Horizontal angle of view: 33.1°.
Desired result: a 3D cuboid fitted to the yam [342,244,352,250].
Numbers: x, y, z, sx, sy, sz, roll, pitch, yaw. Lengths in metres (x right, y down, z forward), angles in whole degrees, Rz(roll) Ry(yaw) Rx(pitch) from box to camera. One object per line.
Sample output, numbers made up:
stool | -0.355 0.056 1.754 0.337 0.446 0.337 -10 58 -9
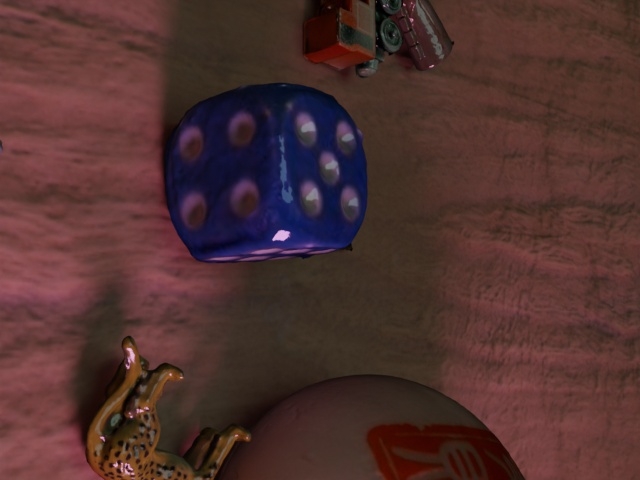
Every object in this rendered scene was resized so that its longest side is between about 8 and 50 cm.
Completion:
yam | 0.000 0.000 1.150 0.107 0.014 0.014 9 74 -51

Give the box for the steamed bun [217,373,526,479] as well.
steamed bun | 0.075 0.304 0.991 0.374 0.241 0.374 16 68 -47

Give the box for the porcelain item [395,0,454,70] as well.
porcelain item | 0.097 -0.317 1.328 0.213 0.054 0.084 59 27 -25

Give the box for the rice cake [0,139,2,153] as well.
rice cake | -0.305 -0.017 0.715 0.127 0.043 0.237 50 46 -36

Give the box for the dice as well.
dice | -0.050 -0.056 0.984 0.143 0.146 0.146 4 78 -51

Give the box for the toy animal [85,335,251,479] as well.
toy animal | -0.137 0.179 0.875 0.181 0.073 0.136 53 51 -37

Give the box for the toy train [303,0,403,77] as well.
toy train | 0.037 -0.277 1.224 0.118 0.074 0.175 13 74 -48
